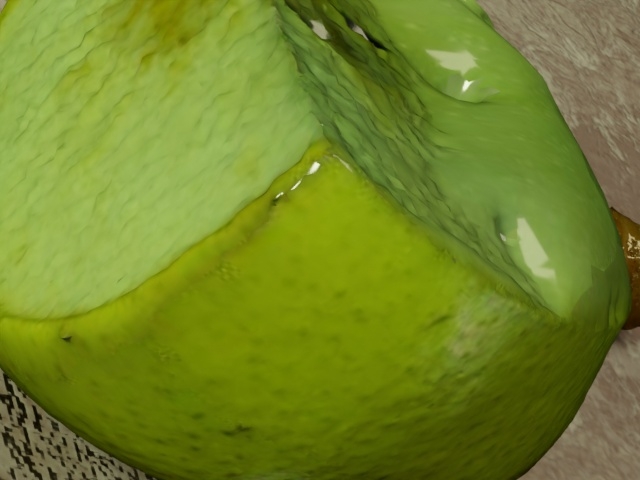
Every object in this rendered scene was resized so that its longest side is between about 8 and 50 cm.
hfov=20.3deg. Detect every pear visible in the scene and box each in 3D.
[{"bbox_3d":[0.000,0.000,0.841,0.318,0.238,0.342,35,23,-33],"label":"pear"}]

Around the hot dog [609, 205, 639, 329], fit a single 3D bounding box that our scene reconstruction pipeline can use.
[{"bbox_3d":[0.107,-0.025,1.130,0.289,0.083,0.068,30,51,-17],"label":"hot dog"}]
